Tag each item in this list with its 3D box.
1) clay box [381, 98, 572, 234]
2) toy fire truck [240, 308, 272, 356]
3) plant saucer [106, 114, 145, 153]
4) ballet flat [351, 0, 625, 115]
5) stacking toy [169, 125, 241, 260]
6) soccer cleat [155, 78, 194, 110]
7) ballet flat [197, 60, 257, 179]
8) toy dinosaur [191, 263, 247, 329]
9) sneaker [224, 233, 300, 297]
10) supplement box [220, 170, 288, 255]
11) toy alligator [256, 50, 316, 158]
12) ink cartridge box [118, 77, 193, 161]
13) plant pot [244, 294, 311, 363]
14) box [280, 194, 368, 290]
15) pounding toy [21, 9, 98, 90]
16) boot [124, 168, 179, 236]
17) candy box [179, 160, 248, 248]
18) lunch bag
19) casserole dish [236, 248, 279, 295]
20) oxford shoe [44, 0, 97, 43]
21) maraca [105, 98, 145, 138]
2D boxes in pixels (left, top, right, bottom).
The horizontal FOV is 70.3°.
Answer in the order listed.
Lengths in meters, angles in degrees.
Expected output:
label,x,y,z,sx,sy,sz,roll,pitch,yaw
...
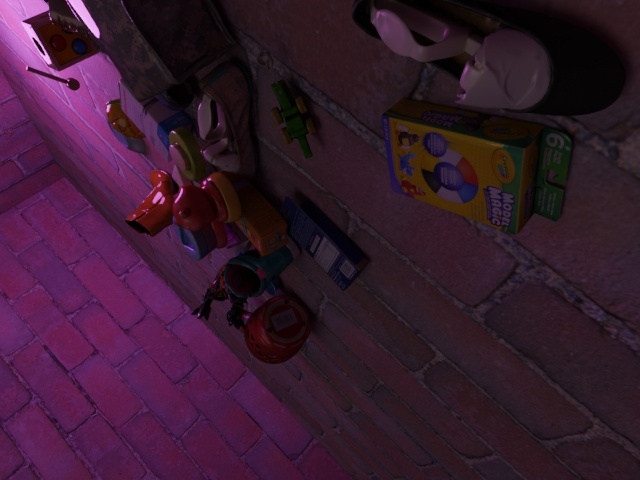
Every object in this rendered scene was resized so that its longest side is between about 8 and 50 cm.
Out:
label,x,y,z,sx,sy,sz,roll,pitch,yaw
clay box,0.184,-0.092,0.569,0.222,0.053,0.128,27,147,39
toy fire truck,-0.244,0.277,1.674,0.246,0.159,0.217,48,157,-23
plant saucer,-0.679,-0.374,1.556,0.195,0.037,0.195,37,152,24
ballet flat,0.144,-0.187,0.452,0.280,0.096,0.095,37,151,23
stacking toy,-0.333,-0.100,1.102,0.280,0.130,0.309,55,151,10
soccer cleat,-0.374,-0.410,0.967,0.121,0.093,0.289,17,140,58
ballet flat,-0.199,-0.219,0.935,0.107,0.106,0.316,38,153,20
toy dinosaur,-0.278,0.150,1.434,0.164,0.219,0.322,20,-177,3
sneaker,-0.185,0.072,1.228,0.124,0.178,0.295,54,154,-11
supplement box,-0.171,-0.073,1.084,0.233,0.080,0.078,45,154,28
toy alligator,-0.055,-0.229,0.765,0.051,0.056,0.190,-94,-20,-60
ink cartridge box,-0.425,-0.321,1.178,0.191,0.082,0.139,50,154,1
plant pot,-0.127,0.274,1.407,0.191,0.191,0.174,47,150,3
box,0.000,0.000,1.001,0.225,0.036,0.136,46,154,9
pounding toy,-0.722,-0.513,1.265,0.094,0.181,0.206,28,148,35
boot,-0.563,-0.127,1.511,0.295,0.211,0.104,27,146,38
candy box,-0.289,-0.094,1.287,0.234,0.071,0.159,55,153,-10
lunch bag,-0.317,-0.414,0.785,0.235,0.169,0.287,9,139,53
casserole dish,-0.192,0.096,1.436,0.188,0.037,0.114,44,154,8
oxford shoe,-0.547,-0.505,1.060,0.348,0.130,0.123,47,154,3
maraca,-0.521,-0.339,1.296,0.185,0.099,0.127,23,158,-7
